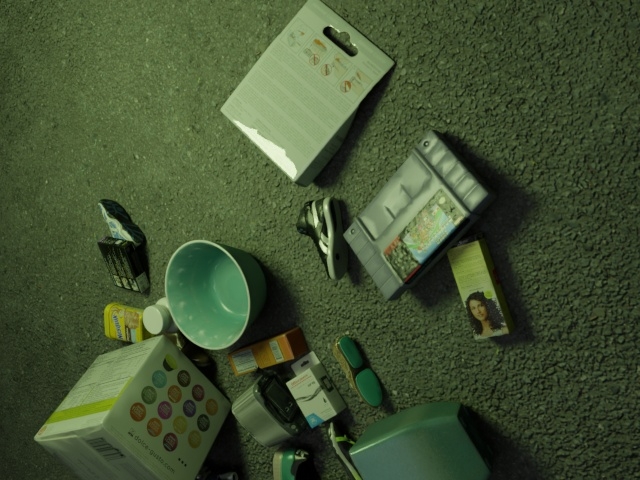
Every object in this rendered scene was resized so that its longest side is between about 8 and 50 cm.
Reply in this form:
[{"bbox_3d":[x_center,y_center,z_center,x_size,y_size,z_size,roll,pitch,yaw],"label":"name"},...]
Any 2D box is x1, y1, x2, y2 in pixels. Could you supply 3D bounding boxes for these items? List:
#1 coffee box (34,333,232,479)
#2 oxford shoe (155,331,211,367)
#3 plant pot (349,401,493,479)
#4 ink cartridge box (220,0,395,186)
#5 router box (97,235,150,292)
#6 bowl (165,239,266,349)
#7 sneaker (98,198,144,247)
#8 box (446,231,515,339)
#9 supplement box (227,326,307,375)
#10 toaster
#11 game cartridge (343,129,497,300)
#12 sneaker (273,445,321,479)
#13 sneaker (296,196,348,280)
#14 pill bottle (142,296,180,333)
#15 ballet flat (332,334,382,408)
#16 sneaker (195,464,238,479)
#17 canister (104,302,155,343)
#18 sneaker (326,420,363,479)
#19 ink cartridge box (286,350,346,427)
[{"bbox_3d":[-0.540,0.535,1.785,0.338,0.334,0.337,-21,116,34],"label":"coffee box"},{"bbox_3d":[-0.433,0.327,1.896,0.227,0.083,0.096,25,106,25],"label":"oxford shoe"},{"bbox_3d":[0.258,0.512,1.404,0.252,0.247,0.248,-34,79,15],"label":"plant pot"},{"bbox_3d":[-0.032,-0.381,1.548,0.308,0.091,0.385,45,101,19],"label":"ink cartridge box"},{"bbox_3d":[-0.645,0.079,1.972,0.133,0.046,0.179,9,125,30],"label":"router box"},{"bbox_3d":[-0.275,0.141,1.717,0.312,0.163,0.311,5,100,32],"label":"bowl"},{"bbox_3d":[-0.673,-0.050,1.985,0.211,0.080,0.081,50,118,16],"label":"sneaker"},{"bbox_3d":[0.363,0.104,1.372,0.087,0.058,0.232,-21,86,33],"label":"box"},{"bbox_3d":[-0.154,0.320,1.722,0.233,0.078,0.080,-21,89,33],"label":"supplement box"},{"bbox_3d":[-0.148,0.474,1.697,0.227,0.129,0.146,46,123,-3],"label":"toaster"},{"bbox_3d":[0.218,-0.052,1.405,0.355,0.068,0.230,-51,51,27],"label":"game cartridge"},{"bbox_3d":[-0.053,0.740,1.708,0.121,0.108,0.302,-8,92,37],"label":"sneaker"},{"bbox_3d":[0.000,0.000,1.579,0.121,0.079,0.216,-8,86,36],"label":"sneaker"},{"bbox_3d":[-0.437,0.219,1.817,0.112,0.187,0.112,6,102,32],"label":"pill bottle"},{"bbox_3d":[0.095,0.347,1.586,0.206,0.073,0.067,64,150,10],"label":"ballet flat"},{"bbox_3d":[-0.363,0.745,1.906,0.236,0.130,0.322,-37,73,21],"label":"sneaker"},{"bbox_3d":[-0.641,0.283,2.025,0.170,0.073,0.126,6,102,30],"label":"canister"},{"bbox_3d":[0.104,0.580,1.618,0.097,0.084,0.234,-33,75,0],"label":"sneaker"},{"bbox_3d":[-0.022,0.412,1.662,0.104,0.060,0.180,-39,77,31],"label":"ink cartridge box"}]
